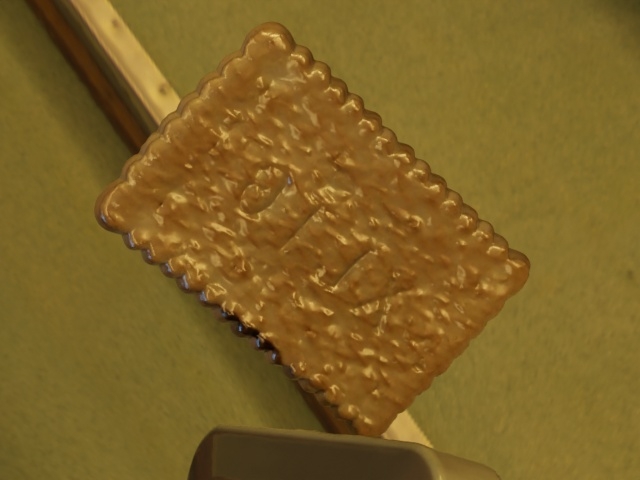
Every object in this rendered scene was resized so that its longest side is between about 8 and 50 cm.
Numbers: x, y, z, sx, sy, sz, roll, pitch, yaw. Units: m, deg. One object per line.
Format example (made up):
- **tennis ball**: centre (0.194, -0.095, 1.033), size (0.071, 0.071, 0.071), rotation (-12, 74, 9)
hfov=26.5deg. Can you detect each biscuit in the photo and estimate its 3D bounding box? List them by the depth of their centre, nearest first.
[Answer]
- **biscuit**: centre (0.000, 0.000, 1.102), size (0.325, 0.044, 0.217), rotation (40, 94, -20)

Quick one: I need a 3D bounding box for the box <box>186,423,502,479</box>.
- **box**: centre (-0.025, 0.324, 0.994), size (0.091, 0.373, 0.367), rotation (17, 77, -29)
